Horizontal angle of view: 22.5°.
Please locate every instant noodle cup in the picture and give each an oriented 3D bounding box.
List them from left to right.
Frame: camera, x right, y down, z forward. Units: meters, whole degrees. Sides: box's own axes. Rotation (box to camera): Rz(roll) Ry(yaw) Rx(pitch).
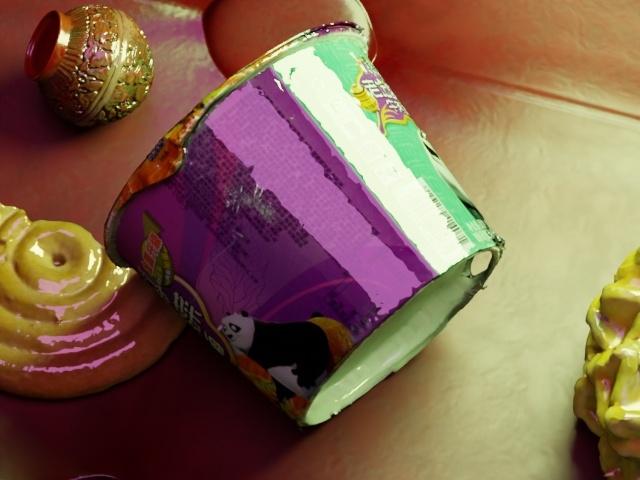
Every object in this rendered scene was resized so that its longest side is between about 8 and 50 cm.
[{"bbox_3d":[0.000,0.000,1.143,0.251,0.251,0.190,-36,75,-20],"label":"instant noodle cup"}]

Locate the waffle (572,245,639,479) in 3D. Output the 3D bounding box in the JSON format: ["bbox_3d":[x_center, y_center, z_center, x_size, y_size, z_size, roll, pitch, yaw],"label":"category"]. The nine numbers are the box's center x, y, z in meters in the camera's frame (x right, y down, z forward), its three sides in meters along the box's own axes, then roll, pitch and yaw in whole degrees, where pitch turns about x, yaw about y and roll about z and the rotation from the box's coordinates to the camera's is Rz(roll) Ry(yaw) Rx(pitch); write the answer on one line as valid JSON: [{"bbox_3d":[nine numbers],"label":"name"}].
[{"bbox_3d":[0.328,0.085,1.142,0.261,0.151,0.324,29,60,21],"label":"waffle"}]

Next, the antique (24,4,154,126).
[{"bbox_3d":[-0.181,-0.140,1.294,0.104,0.104,0.104,0,60,-1],"label":"antique"}]

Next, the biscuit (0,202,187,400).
[{"bbox_3d":[-0.225,0.045,1.222,0.224,0.033,0.144,31,63,17],"label":"biscuit"}]
